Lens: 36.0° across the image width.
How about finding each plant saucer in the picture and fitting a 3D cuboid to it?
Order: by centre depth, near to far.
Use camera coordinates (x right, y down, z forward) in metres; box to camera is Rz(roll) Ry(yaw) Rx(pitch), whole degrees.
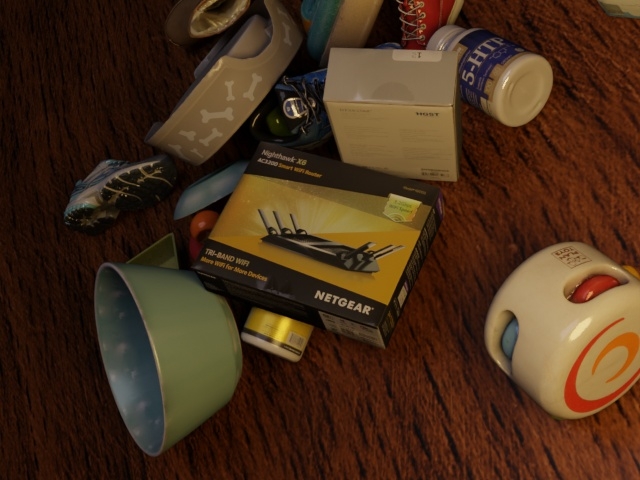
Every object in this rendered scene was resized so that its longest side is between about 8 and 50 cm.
[{"bbox_3d":[-0.180,-0.099,1.718,0.195,0.037,0.195,-27,10,5],"label":"plant saucer"},{"bbox_3d":[-0.310,0.110,1.796,0.188,0.045,0.188,-32,51,23],"label":"plant saucer"}]

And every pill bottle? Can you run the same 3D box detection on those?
[{"bbox_3d":[0.247,-0.256,1.486,0.112,0.112,0.186,-54,46,4],"label":"pill bottle"},{"bbox_3d":[-0.046,0.091,1.552,0.103,0.103,0.184,15,78,42],"label":"pill bottle"}]

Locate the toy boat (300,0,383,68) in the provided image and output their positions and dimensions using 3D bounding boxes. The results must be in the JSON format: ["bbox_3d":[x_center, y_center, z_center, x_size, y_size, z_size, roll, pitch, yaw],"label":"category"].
[{"bbox_3d":[0.037,-0.449,1.693,0.267,0.148,0.318,114,172,-53],"label":"toy boat"}]

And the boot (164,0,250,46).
[{"bbox_3d":[-0.223,-0.433,1.885,0.236,0.089,0.269,-39,19,17],"label":"boot"}]

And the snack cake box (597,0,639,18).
[{"bbox_3d":[0.503,-0.446,1.390,0.152,0.089,0.264,19,81,45],"label":"snack cake box"}]

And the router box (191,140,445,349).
[{"bbox_3d":[0.000,0.000,1.475,0.308,0.081,0.243,16,64,22],"label":"router box"}]

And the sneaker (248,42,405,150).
[{"bbox_3d":[0.013,-0.218,1.595,0.330,0.147,0.130,-23,86,41],"label":"sneaker"}]

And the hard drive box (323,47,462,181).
[{"bbox_3d":[0.113,-0.178,1.435,0.181,0.232,0.089,4,69,11],"label":"hard drive box"}]

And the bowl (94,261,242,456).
[{"bbox_3d":[-0.234,0.171,1.574,0.311,0.163,0.312,34,130,53],"label":"bowl"}]

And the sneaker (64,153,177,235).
[{"bbox_3d":[-0.400,-0.121,1.945,0.283,0.110,0.122,-23,52,28],"label":"sneaker"}]

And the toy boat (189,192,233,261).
[{"bbox_3d":[-0.157,-0.001,1.655,0.151,0.151,0.231,-54,46,5],"label":"toy boat"}]

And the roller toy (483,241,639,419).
[{"bbox_3d":[0.305,0.103,1.201,0.209,0.191,0.146,-51,46,7],"label":"roller toy"}]

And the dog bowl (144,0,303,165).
[{"bbox_3d":[-0.164,-0.278,1.739,0.349,0.102,0.349,-47,15,16],"label":"dog bowl"}]

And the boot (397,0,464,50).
[{"bbox_3d":[0.142,-0.349,1.573,0.088,0.176,0.244,6,74,36],"label":"boot"}]
